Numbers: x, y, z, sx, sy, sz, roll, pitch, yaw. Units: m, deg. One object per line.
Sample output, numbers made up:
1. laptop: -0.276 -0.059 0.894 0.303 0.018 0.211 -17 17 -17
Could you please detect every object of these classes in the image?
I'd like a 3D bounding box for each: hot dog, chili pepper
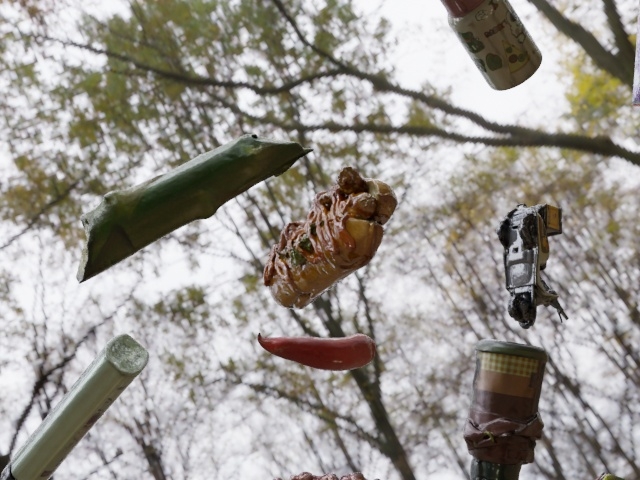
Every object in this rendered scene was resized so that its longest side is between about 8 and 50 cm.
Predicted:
1. hot dog: 0.000 0.000 1.530 0.158 0.117 0.349 -65 11 -25
2. chili pepper: 0.026 0.257 2.361 0.368 0.137 0.092 10 -69 -46

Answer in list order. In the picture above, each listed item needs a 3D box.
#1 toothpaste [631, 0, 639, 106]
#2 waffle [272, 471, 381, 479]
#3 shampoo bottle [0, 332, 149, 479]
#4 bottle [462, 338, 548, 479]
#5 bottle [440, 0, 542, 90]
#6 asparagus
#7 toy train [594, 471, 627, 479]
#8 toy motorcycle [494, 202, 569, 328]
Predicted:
1. toothpaste: 0.538 -0.317 1.598 0.040 0.196 0.047 -1 8 -23
2. waffle: 0.029 0.400 1.456 0.221 0.055 0.234 -18 -44 33
3. shampoo bottle: -0.435 0.311 1.736 0.359 0.078 0.134 -48 4 22
4. bottle: 0.325 0.317 1.753 0.156 0.271 0.143 11 -7 -21
5. bottle: 0.305 -0.405 1.819 0.120 0.120 0.253 -35 -60 11
6. asparagus: -0.164 -0.059 1.220 0.343 0.085 0.082 -32 -9 -15
7. toy train: 0.397 0.472 1.483 0.160 0.100 0.296 -50 -15 -33
8. toy motorcycle: 0.430 0.052 1.985 0.157 0.263 0.091 12 -16 -40
